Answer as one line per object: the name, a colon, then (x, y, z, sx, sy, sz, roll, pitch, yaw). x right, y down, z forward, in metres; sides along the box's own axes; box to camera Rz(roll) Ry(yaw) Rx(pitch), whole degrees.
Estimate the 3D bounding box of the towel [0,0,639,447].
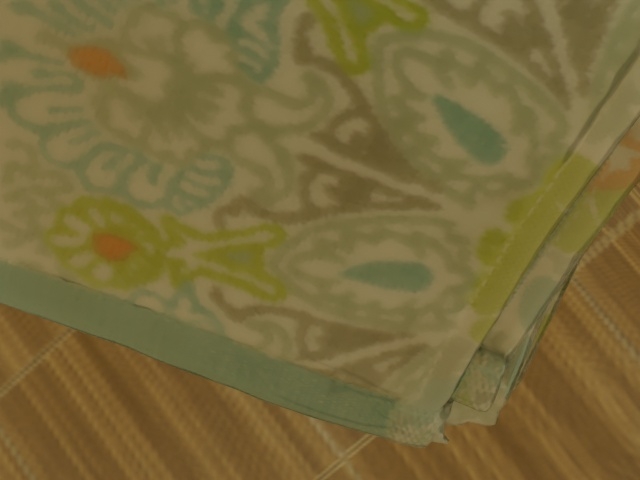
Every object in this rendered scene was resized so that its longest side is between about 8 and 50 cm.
towel: (-0.051, -0.103, 0.455, 0.374, 0.090, 0.320, 21, 129, -6)
